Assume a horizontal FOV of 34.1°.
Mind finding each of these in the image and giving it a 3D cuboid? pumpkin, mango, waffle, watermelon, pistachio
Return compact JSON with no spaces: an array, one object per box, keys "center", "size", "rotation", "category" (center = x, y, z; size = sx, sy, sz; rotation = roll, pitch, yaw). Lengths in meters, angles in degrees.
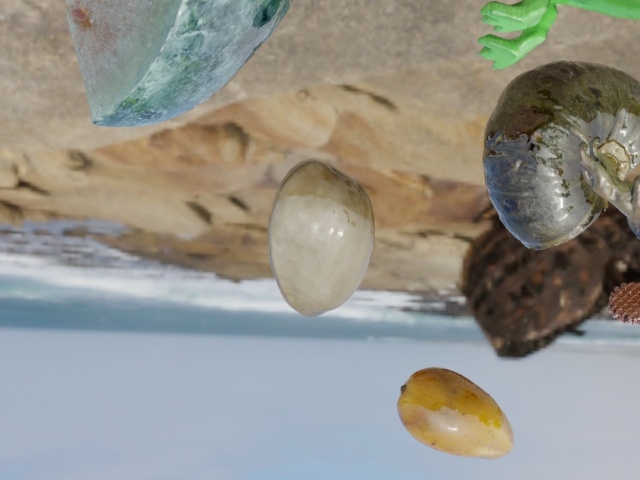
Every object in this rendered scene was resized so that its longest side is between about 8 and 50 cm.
[{"center":[0.378,-0.172,1.691],"size":[0.232,0.325,0.242],"rotation":[46,166,-15],"category":"pumpkin"},{"center":[0.081,0.105,0.609],"size":[0.089,0.046,0.060],"rotation":[35,173,-32],"category":"mango"},{"center":[0.502,0.099,1.675],"size":[0.075,0.083,0.029],"rotation":[-3,140,28],"category":"waffle"},{"center":[-0.157,-0.317,1.079],"size":[0.258,0.387,0.228],"rotation":[34,-155,16],"category":"watermelon"},{"center":[0.000,0.000,1.096],"size":[0.126,0.185,0.108],"rotation":[-29,-141,-32],"category":"pistachio"}]

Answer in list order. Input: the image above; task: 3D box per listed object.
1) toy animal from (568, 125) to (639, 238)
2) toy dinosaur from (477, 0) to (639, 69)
[{"center":[0.418,-0.081,1.426],"size":[0.086,0.220,0.069],"rotation":[-40,-174,35],"category":"toy animal"},{"center":[0.356,-0.398,1.353],"size":[0.500,0.374,0.144],"rotation":[1,152,26],"category":"toy dinosaur"}]
